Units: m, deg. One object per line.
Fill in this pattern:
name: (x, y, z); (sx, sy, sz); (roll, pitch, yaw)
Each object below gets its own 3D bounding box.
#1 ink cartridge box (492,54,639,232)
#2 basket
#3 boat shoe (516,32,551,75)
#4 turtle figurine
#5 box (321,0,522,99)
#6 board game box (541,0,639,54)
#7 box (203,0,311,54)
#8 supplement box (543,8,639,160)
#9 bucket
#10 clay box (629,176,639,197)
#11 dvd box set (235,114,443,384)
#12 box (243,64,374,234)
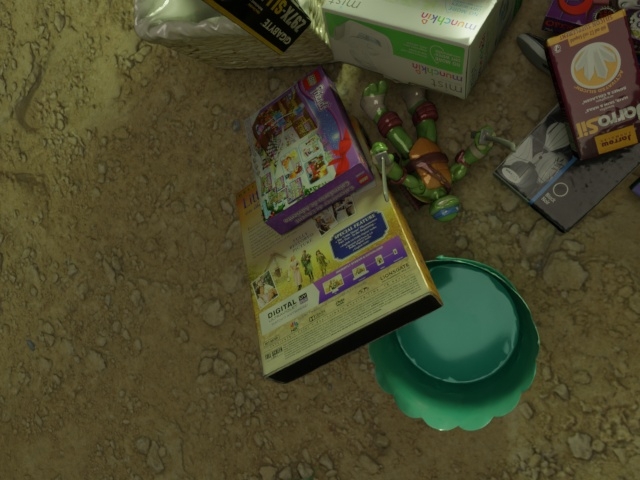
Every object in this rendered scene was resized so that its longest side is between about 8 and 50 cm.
ink cartridge box: (0.470, -0.186, 0.798); (0.165, 0.065, 0.333); (44, 104, 13)
basket: (-0.132, -0.507, 0.884); (0.331, 0.266, 0.329); (3, 93, 18)
boat shoe: (0.394, -0.315, 0.812); (0.040, 0.049, 0.142); (-37, 58, 10)
turtle figurine: (0.182, -0.179, 0.803); (0.197, 0.274, 0.266); (-29, 69, 17)
box: (0.175, -0.392, 0.803); (0.261, 0.127, 0.231); (27, 74, 23)
board game box: (0.521, -0.471, 0.747); (0.208, 0.056, 0.347); (23, 89, 21)
box: (-0.175, -0.419, 0.629); (0.079, 0.257, 0.322); (-41, 82, 16)
supplement box: (0.417, -0.228, 0.717); (0.104, 0.081, 0.188); (-17, 98, 25)
bucket: (0.231, 0.163, 0.830); (0.281, 0.183, 0.281); (1, 93, 19)
clay box: (0.625, -0.058, 0.738); (0.222, 0.053, 0.127); (43, 122, 14)
dvd box set: (0.000, 0.000, 0.853); (0.307, 0.062, 0.421); (-31, 50, 17)
box: (-0.035, -0.177, 0.899); (0.200, 0.057, 0.293); (-30, 51, 18)
